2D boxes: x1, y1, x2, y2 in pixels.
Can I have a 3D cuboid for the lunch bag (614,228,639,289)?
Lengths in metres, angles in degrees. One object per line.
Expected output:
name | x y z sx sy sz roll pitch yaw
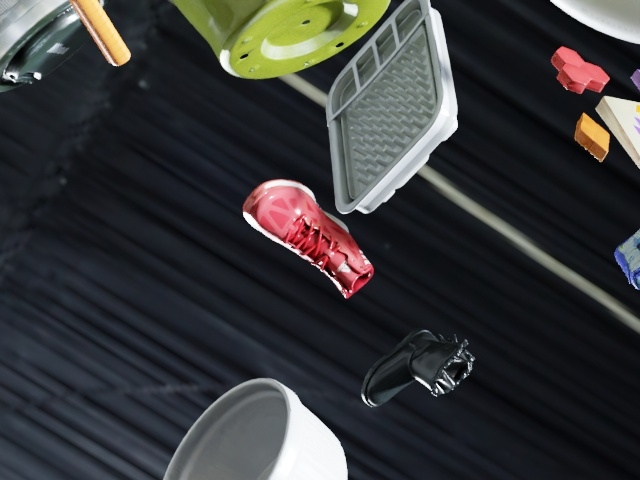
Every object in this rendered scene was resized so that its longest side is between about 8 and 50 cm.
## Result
lunch bag | 0.415 0.014 1.679 0.151 0.096 0.129 -14 -169 5

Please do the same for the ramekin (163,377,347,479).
ramekin | -0.066 0.260 1.574 0.207 0.109 0.207 -37 -149 27

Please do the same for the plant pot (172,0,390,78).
plant pot | -0.084 -0.411 1.894 0.367 0.353 0.366 -23 164 -7

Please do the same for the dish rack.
dish rack | 0.122 -0.214 2.408 0.285 0.072 0.332 -45 -148 34

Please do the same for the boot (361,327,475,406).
boot | 0.113 0.154 1.700 0.121 0.045 0.099 -45 -149 -12

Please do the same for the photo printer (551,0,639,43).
photo printer | 0.458 -0.447 2.143 0.307 0.256 0.107 -64 174 27

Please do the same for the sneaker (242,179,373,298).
sneaker | 0.000 0.000 1.974 0.087 0.221 0.128 -54 -131 11

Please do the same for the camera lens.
camera lens | -0.414 -0.341 1.852 0.219 0.274 0.219 -41 178 -1

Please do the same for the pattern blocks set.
pattern blocks set | 0.441 -0.118 1.908 0.324 0.286 0.026 -102 -148 -46

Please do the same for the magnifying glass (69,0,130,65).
magnifying glass | -0.241 -0.257 1.403 0.026 0.231 0.092 -39 -137 -13
